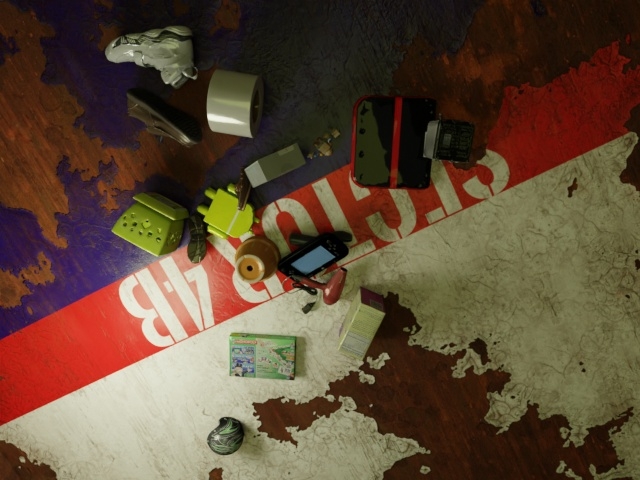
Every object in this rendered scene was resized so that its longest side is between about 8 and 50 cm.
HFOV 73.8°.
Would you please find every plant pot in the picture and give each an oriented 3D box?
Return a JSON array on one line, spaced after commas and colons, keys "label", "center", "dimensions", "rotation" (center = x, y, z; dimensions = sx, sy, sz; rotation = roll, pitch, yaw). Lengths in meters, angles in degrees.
[{"label": "plant pot", "center": [-0.714, -0.083, 1.845], "dimensions": [0.228, 0.227, 0.207], "rotation": [28, 96, -2]}, {"label": "plant pot", "center": [-0.288, 0.099, 1.871], "dimensions": [0.205, 0.188, 0.205], "rotation": [1, 102, 3]}]

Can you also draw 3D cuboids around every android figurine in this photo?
[{"label": "android figurine", "center": [-0.405, -0.122, 1.897], "dimensions": [0.273, 0.056, 0.248], "rotation": [27, 102, -2]}]

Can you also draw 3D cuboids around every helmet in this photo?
[{"label": "helmet", "center": [-0.464, 0.966, 2.089], "dimensions": [0.169, 0.161, 0.169], "rotation": [1, 102, 3]}]

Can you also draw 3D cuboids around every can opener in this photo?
[{"label": "can opener", "center": [0.000, 0.000, 1.903], "dimensions": [0.280, 0.074, 0.093], "rotation": [5, 69, 0]}]

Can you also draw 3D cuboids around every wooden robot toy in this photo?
[{"label": "wooden robot toy", "center": [0.025, -0.400, 1.818], "dimensions": [0.173, 0.076, 0.079], "rotation": [-47, 131, 11]}]

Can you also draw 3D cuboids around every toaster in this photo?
[{"label": "toaster", "center": [0.522, -0.411, 1.731], "dimensions": [0.168, 0.110, 0.185], "rotation": [2, 103, -14]}]

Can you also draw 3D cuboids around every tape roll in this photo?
[{"label": "tape roll", "center": [-0.335, -0.545, 1.702], "dimensions": [0.169, 0.246, 0.246], "rotation": [10, 103, 1]}]

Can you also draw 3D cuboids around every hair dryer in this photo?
[{"label": "hair dryer", "center": [-0.002, 0.212, 1.908], "dimensions": [0.293, 0.080, 0.223], "rotation": [-29, 123, 6]}]

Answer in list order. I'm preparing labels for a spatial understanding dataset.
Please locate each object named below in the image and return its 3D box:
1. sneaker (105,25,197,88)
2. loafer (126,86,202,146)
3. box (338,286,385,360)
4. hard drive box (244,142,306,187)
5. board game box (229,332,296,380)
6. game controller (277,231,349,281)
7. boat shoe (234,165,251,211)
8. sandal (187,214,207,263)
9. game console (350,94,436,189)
[{"label": "sneaker", "center": [-0.680, -0.725, 1.735], "dimensions": [0.366, 0.137, 0.210], "rotation": [-12, 99, 3]}, {"label": "loafer", "center": [-0.661, -0.501, 1.806], "dimensions": [0.366, 0.134, 0.130], "rotation": [36, 126, 5]}, {"label": "box", "center": [0.180, 0.362, 1.889], "dimensions": [0.117, 0.213, 0.243], "rotation": [24, 103, -2]}, {"label": "hard drive box", "center": [-0.187, -0.299, 1.727], "dimensions": [0.181, 0.232, 0.089], "rotation": [-29, 101, -20]}, {"label": "board game box", "center": [-0.277, 0.557, 2.047], "dimensions": [0.317, 0.046, 0.213], "rotation": [3, 102, 3]}, {"label": "game controller", "center": [-0.034, 0.079, 1.863], "dimensions": [0.319, 0.067, 0.166], "rotation": [-32, 119, 27]}, {"label": "boat shoe", "center": [-0.334, -0.224, 1.830], "dimensions": [0.073, 0.073, 0.207], "rotation": [15, 68, -13]}, {"label": "sandal", "center": [-0.561, -0.005, 1.936], "dimensions": [0.090, 0.060, 0.219], "rotation": [-7, 88, -1]}, {"label": "game console", "center": [0.303, -0.409, 1.798], "dimensions": [0.342, 0.060, 0.386], "rotation": [1, 104, -3]}]
